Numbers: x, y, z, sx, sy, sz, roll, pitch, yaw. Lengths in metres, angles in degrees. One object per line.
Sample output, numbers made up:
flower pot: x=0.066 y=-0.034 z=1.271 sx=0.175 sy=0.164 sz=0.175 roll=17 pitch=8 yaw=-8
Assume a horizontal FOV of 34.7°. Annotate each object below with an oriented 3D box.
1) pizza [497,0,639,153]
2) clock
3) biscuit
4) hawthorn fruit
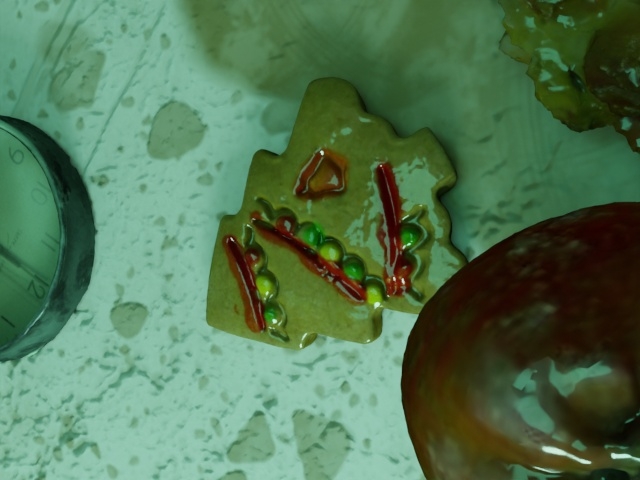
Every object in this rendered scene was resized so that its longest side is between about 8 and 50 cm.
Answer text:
pizza: x=0.251 y=-0.177 z=0.659 sx=0.277 sy=0.114 sz=0.409 roll=-1 pitch=87 yaw=17
clock: x=-0.306 y=-0.002 z=0.911 sx=0.226 sy=0.049 sz=0.226 roll=0 pitch=89 yaw=23
biscuit: x=0.000 y=0.000 z=0.791 sx=0.238 sy=0.041 sz=0.212 roll=-36 pitch=78 yaw=17
hawthorn fruit: x=0.193 y=0.109 z=0.586 sx=0.284 sy=0.284 sz=0.284 roll=0 pitch=89 yaw=22
